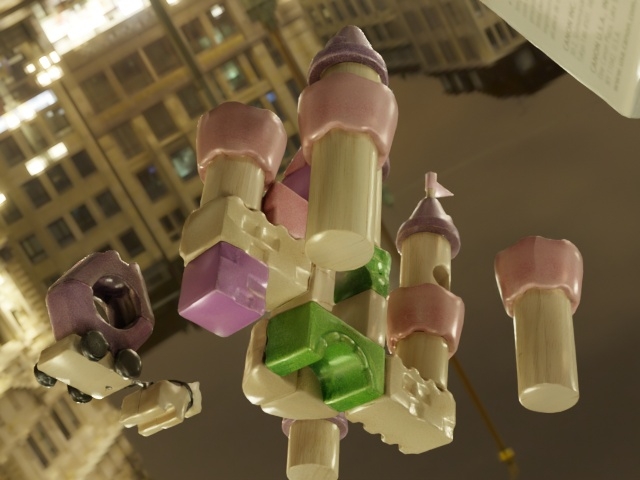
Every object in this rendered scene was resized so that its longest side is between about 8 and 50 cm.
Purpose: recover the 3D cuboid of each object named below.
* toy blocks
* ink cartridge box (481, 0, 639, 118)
[{"bbox_3d":[0.000,0.000,0.884,0.309,0.288,0.260,-27,-137,34],"label":"toy blocks"},{"bbox_3d":[0.090,-0.294,0.605,0.091,0.308,0.385,-25,-128,-20],"label":"ink cartridge box"}]
